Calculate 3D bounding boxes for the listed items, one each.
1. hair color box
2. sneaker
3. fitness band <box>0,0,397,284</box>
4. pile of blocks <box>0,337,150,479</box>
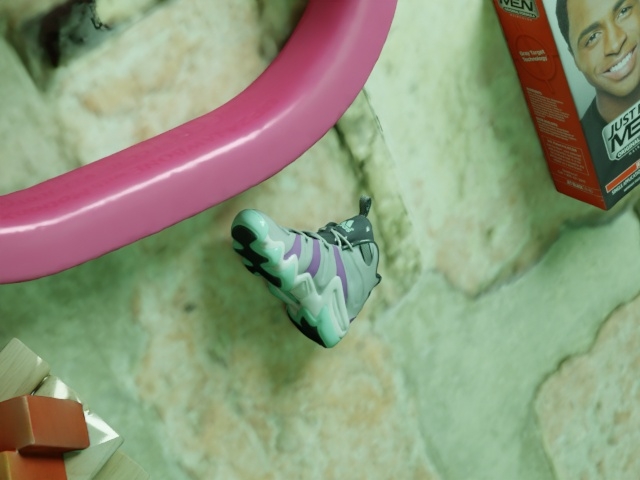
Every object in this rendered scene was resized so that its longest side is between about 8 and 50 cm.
[{"bbox_3d":[0.145,-0.094,0.809,0.072,0.043,0.141,-38,125,-19],"label":"hair color box"},{"bbox_3d":[0.000,0.000,0.743,0.069,0.038,0.098,-48,138,-14],"label":"sneaker"},{"bbox_3d":[-0.090,-0.100,0.626,0.291,0.054,0.209,-25,121,-26],"label":"fitness band"},{"bbox_3d":[-0.210,0.154,0.551,0.362,0.112,0.149,-24,82,-27],"label":"pile of blocks"}]
